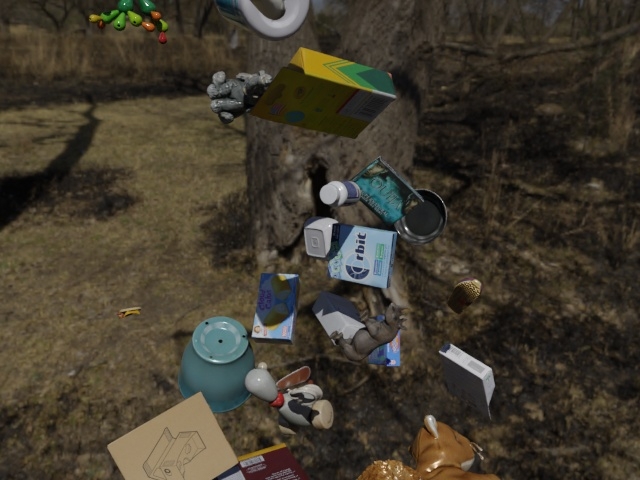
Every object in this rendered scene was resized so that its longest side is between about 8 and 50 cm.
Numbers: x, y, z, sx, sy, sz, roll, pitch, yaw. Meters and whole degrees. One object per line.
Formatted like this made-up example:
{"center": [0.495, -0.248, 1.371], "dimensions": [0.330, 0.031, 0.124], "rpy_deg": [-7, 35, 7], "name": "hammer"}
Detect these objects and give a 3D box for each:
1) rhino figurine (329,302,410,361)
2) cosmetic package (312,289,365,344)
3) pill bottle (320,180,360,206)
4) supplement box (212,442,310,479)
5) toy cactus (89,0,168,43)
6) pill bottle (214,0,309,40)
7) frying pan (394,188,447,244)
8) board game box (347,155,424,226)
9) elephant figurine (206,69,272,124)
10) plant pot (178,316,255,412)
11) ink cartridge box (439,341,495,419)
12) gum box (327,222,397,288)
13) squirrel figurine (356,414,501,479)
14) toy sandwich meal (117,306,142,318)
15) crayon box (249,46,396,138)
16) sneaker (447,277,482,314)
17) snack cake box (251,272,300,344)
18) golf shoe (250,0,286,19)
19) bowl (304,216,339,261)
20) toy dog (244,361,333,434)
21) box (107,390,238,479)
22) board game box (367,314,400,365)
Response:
{"center": [0.144, 0.241, 1.573], "dimensions": [0.243, 0.106, 0.073], "rpy_deg": [-37, 9, 22], "name": "rhino figurine"}
{"center": [0.070, 0.257, 1.890], "dimensions": [0.117, 0.085, 0.231], "rpy_deg": [21, 15, -28], "name": "cosmetic package"}
{"center": [0.049, -0.119, 1.505], "dimensions": [0.067, 0.067, 0.120], "rpy_deg": [14, 12, 28], "name": "pill bottle"}
{"center": [-0.123, 0.538, 1.198], "dimensions": [0.191, 0.129, 0.194], "rpy_deg": [-11, 10, -20], "name": "supplement box"}
{"center": [-0.476, -0.594, 1.464], "dimensions": [0.219, 0.180, 0.112], "rpy_deg": [15, -14, -21], "name": "toy cactus"}
{"center": [-0.139, -0.519, 1.249], "dimensions": [0.146, 0.146, 0.264], "rpy_deg": [-6, 29, -27], "name": "pill bottle"}
{"center": [0.298, -0.090, 2.105], "dimensions": [0.326, 0.197, 0.053], "rpy_deg": [7, 3, 30], "name": "frying pan"}
{"center": [0.175, -0.130, 1.596], "dimensions": [0.186, 0.126, 0.026], "rpy_deg": [39, 28, -27], "name": "board game box"}
{"center": [-0.213, -0.456, 1.822], "dimensions": [0.239, 0.169, 0.186], "rpy_deg": [-10, 45, 21], "name": "elephant figurine"}
{"center": [-0.346, 0.401, 1.992], "dimensions": [0.272, 0.255, 0.271], "rpy_deg": [6, 46, -6], "name": "plant pot"}
{"center": [0.481, 0.454, 1.899], "dimensions": [0.056, 0.224, 0.181], "rpy_deg": [-39, 40, -20], "name": "ink cartridge box"}
{"center": [0.115, 0.041, 1.657], "dimensions": [0.184, 0.156, 0.041], "rpy_deg": [10, 11, 25], "name": "gum box"}
{"center": [0.274, 0.647, 1.516], "dimensions": [0.397, 0.281, 0.370], "rpy_deg": [0, 46, -8], "name": "squirrel figurine"}
{"center": [-0.646, 0.245, 1.994], "dimensions": [0.086, 0.029, 0.085], "rpy_deg": [-9, -5, -1], "name": "toy sandwich meal"}
{"center": [0.002, -0.367, 1.477], "dimensions": [0.319, 0.081, 0.202], "rpy_deg": [6, -27, -31], "name": "crayon box"}
{"center": [0.417, 0.137, 1.652], "dimensions": [0.069, 0.185, 0.084], "rpy_deg": [42, 64, 12], "name": "sneaker"}
{"center": [-0.169, 0.265, 2.286], "dimensions": [0.152, 0.264, 0.089], "rpy_deg": [2, -25, 7], "name": "snack cake box"}
{"center": [-0.124, -0.405, 0.927], "dimensions": [0.069, 0.086, 0.176], "rpy_deg": [9, -26, 40], "name": "golf shoe"}
{"center": [0.000, 0.000, 1.839], "dimensions": [0.053, 0.142, 0.142], "rpy_deg": [-18, 19, -40], "name": "bowl"}
{"center": [-0.082, 0.423, 1.666], "dimensions": [0.220, 0.333, 0.161], "rpy_deg": [-1, 50, 9], "name": "toy dog"}
{"center": [-0.286, 0.419, 1.153], "dimensions": [0.201, 0.164, 0.021], "rpy_deg": [-29, -1, -13], "name": "box"}
{"center": [0.202, 0.324, 1.910], "dimensions": [0.047, 0.160, 0.210], "rpy_deg": [3, -10, -12], "name": "board game box"}
